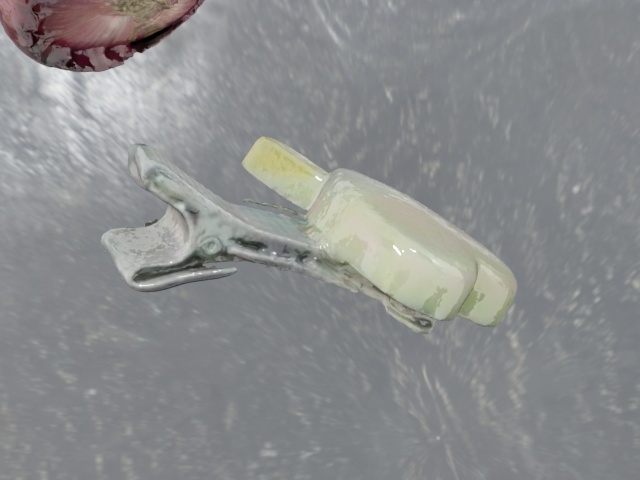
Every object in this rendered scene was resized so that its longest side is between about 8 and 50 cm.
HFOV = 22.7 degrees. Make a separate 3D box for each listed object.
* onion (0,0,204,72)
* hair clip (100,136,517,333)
[{"bbox_3d":[-0.209,-0.276,1.549,0.248,0.248,0.161,-42,83,-2],"label":"onion"},{"bbox_3d":[0.000,-0.003,0.823,0.218,0.159,0.071,14,110,-22],"label":"hair clip"}]
